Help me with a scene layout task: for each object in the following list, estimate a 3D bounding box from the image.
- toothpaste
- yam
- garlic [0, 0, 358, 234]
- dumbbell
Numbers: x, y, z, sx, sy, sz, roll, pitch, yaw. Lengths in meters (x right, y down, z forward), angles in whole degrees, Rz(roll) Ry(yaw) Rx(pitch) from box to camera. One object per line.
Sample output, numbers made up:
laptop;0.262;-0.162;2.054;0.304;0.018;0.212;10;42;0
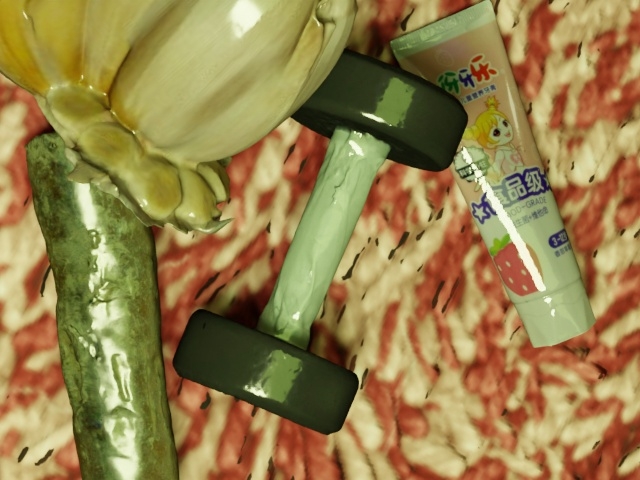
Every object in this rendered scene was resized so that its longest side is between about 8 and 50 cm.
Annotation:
toothpaste;0.105;-0.036;1.057;0.067;0.043;0.195;-24;96;-16
yam;-0.108;0.076;0.972;0.061;0.061;0.274;-9;97;-20
garlic;-0.059;-0.098;0.875;0.207;0.256;0.207;-4;99;-24
dumbbell;0.000;0.000;0.986;0.100;0.100;0.191;24;85;-20
